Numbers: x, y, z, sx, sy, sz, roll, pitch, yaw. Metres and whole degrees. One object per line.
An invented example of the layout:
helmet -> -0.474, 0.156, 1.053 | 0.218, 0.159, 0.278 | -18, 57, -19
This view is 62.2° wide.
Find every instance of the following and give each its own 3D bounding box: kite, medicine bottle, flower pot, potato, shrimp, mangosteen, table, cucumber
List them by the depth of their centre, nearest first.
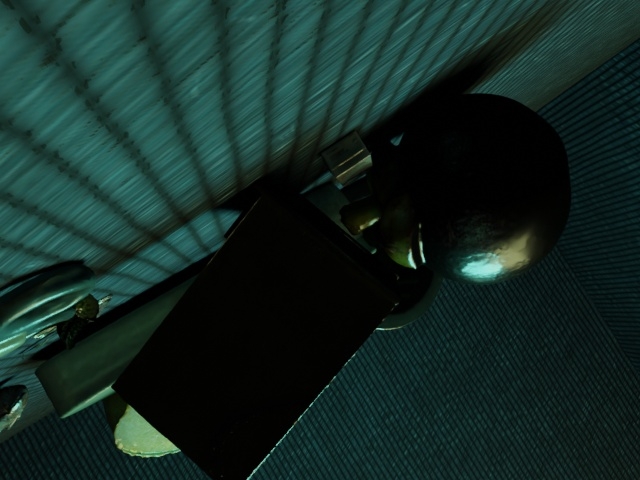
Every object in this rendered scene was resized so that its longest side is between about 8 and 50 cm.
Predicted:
cucumber -> -0.278, 0.093, 0.594 | 0.034, 0.033, 0.134 | 17, 145, -30
table -> -0.062, 0.102, 0.669 | 0.282, 0.196, 0.250 | -51, 176, 7
kite -> -0.323, 0.110, 0.677 | 0.156, 0.011, 0.139 | -33, 175, 7
mangosteen -> 0.174, -0.061, 0.729 | 0.301, 0.275, 0.275 | -12, 179, 5
shrimp -> -0.533, 0.283, 0.853 | 0.190, 0.075, 0.073 | -39, -166, 27
medicine bottle -> 0.000, 0.000, 0.873 | 0.147, 0.143, 0.147 | -31, 177, -2
flower pot -> 0.062, 0.057, 1.179 | 0.293, 0.294, 0.330 | -30, -178, -26
potato -> -0.380, 0.339, 1.461 | 0.441, 0.319, 0.386 | -22, 135, -15

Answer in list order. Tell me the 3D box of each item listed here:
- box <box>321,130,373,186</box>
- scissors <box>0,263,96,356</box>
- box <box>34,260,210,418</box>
box -> 0.035, -0.096, 0.647 | 0.050, 0.036, 0.117 | -33, 177, 8
scissors -> -0.301, 0.099, 0.382 | 0.138, 0.041, 0.289 | -36, 179, 43
box -> -0.283, 0.161, 0.981 | 0.396, 0.111, 0.396 | -31, 178, -20
